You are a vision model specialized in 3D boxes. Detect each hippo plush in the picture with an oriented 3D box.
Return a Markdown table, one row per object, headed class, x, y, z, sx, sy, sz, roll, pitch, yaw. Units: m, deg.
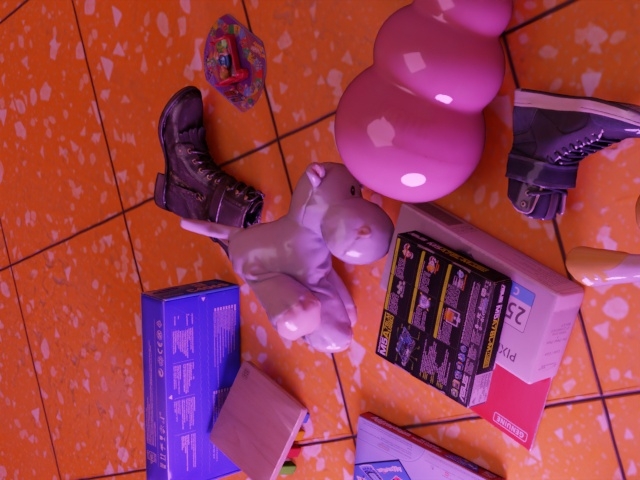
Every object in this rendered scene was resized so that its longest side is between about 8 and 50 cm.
| class | x | y | z | sx | sy | sz | roll | pitch | yaw |
| --- | --- | --- | --- | --- | --- | --- | --- | --- | --- |
| hippo plush | 0.000 | 0.000 | 1.854 | 0.236 | 0.234 | 0.294 | -49 | 63 | 12 |

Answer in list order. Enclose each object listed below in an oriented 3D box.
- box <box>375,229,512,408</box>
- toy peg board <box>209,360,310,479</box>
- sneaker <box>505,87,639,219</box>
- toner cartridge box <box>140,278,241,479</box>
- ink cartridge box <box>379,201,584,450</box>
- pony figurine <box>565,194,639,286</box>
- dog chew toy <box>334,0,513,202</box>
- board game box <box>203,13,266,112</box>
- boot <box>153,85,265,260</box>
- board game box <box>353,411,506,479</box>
| class | x | y | z | sx | sy | sz | roll | pitch | yaw |
| --- | --- | --- | --- | --- | --- | --- | --- | --- | --- |
| box | 0.165 | 0.106 | 1.671 | 0.184 | 0.045 | 0.190 | 29 | 118 | 44 |
| toy peg board | -0.087 | 0.314 | 2.082 | 0.161 | 0.079 | 0.160 | 35 | 106 | 38 |
| sneaker | 0.319 | -0.099 | 1.512 | 0.226 | 0.086 | 0.163 | 17 | 99 | 55 |
| toner cartridge box | -0.224 | 0.252 | 2.141 | 0.075 | 0.165 | 0.347 | 12 | 106 | 46 |
| ink cartridge box | 0.204 | 0.120 | 1.712 | 0.296 | 0.066 | 0.261 | 33 | 120 | 40 |
| pony figurine | 0.465 | 0.048 | 1.245 | 0.351 | 0.303 | 0.363 | 39 | 161 | -2 |
| dog chew toy | 0.150 | -0.220 | 1.614 | 0.206 | 0.207 | 0.331 | 39 | 117 | 36 |
| board game box | -0.157 | -0.299 | 2.054 | 0.169 | 0.033 | 0.133 | 43 | 127 | 33 |
| boot | -0.177 | -0.112 | 2.089 | 0.229 | 0.091 | 0.263 | 30 | 123 | 35 |
| board game box | 0.157 | 0.375 | 1.843 | 0.281 | 0.027 | 0.145 | 21 | 111 | 44 |
